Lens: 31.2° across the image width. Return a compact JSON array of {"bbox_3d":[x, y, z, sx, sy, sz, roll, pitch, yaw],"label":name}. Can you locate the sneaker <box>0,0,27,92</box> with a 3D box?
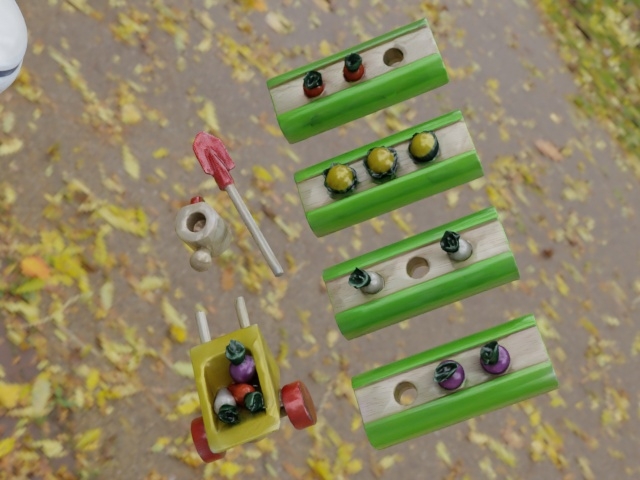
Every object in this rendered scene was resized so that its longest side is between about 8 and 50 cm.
[{"bbox_3d":[-0.171,-0.143,0.358,0.258,0.091,0.094,48,27,-41],"label":"sneaker"}]

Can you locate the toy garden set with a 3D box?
[{"bbox_3d":[0.000,0.000,0.665,0.049,0.203,0.244,51,20,-64],"label":"toy garden set"}]
